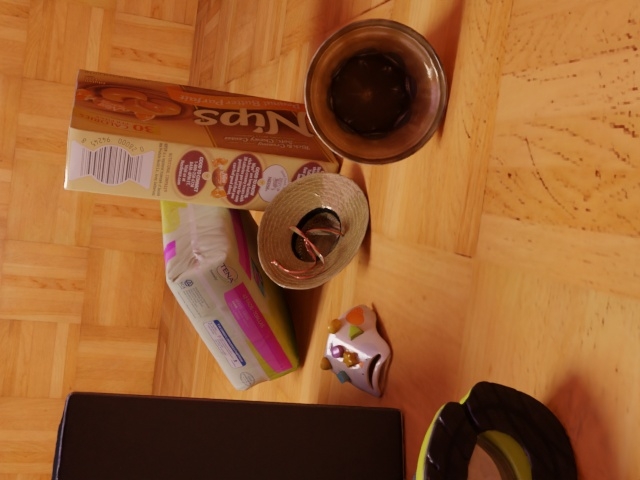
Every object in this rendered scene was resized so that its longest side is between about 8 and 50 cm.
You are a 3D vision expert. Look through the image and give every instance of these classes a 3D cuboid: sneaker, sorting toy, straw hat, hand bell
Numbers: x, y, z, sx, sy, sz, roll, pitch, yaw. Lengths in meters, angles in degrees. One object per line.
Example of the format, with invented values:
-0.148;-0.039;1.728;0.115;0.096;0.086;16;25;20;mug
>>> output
0.075;0.238;0.433;0.121;0.111;0.300;99;-167;-56;sneaker
0.041;0.117;0.753;0.075;0.045;0.083;29;113;50;sorting toy
0.000;0.000;0.859;0.061;0.144;0.144;48;-148;-53;straw hat
0.039;-0.146;0.775;0.242;0.126;0.126;-119;38;-80;hand bell

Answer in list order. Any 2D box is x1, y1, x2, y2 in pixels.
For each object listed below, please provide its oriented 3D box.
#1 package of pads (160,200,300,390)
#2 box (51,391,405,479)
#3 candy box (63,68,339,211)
-0.126;0.032;1.035;0.296;0.101;0.229;-109;-5;-53;package of pads
-0.108;0.254;0.737;0.294;0.296;0.182;140;134;-64;box
-0.152;-0.123;0.960;0.183;0.316;0.087;-110;31;-54;candy box
